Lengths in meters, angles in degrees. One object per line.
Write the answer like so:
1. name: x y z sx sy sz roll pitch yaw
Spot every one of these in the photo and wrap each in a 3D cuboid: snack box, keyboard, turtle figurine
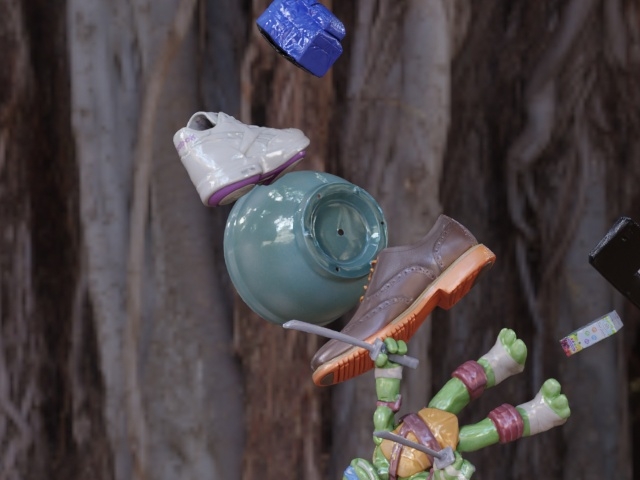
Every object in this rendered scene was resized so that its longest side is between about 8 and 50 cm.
1. snack box: 0.502 0.171 2.455 0.100 0.037 0.141 -31 -8 17
2. keyboard: 0.404 0.026 1.653 0.192 0.100 0.038 38 9 -40
3. turtle figurine: 0.141 0.188 1.532 0.266 0.275 0.198 -24 20 -18

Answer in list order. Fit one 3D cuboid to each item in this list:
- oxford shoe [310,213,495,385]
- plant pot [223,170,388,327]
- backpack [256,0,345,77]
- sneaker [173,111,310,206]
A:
1. oxford shoe: 0.109 0.098 2.151 0.363 0.133 0.130 -37 -17 -19
2. plant pot: 0.000 0.000 2.381 0.293 0.293 0.196 0 -13 -30
3. backpack: -0.029 -0.322 2.039 0.120 0.101 0.098 41 3 30
4. sneaker: -0.120 -0.155 2.108 0.114 0.152 0.305 -39 -5 28
